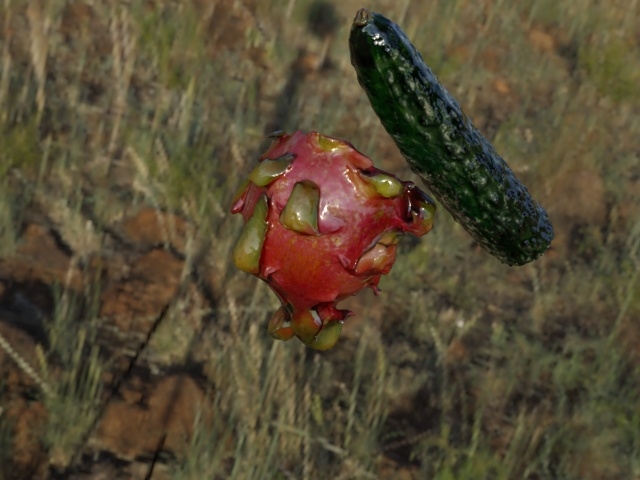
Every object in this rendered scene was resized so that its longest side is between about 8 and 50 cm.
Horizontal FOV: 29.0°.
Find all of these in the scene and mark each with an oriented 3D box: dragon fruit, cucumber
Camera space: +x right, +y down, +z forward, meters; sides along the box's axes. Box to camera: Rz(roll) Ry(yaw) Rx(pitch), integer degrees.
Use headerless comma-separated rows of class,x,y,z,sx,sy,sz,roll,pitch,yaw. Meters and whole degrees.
dragon fruit,0.000,0.000,0.905,0.133,0.207,0.150,35,43,17
cucumber,0.093,-0.075,0.954,0.293,0.067,0.067,44,2,-42
